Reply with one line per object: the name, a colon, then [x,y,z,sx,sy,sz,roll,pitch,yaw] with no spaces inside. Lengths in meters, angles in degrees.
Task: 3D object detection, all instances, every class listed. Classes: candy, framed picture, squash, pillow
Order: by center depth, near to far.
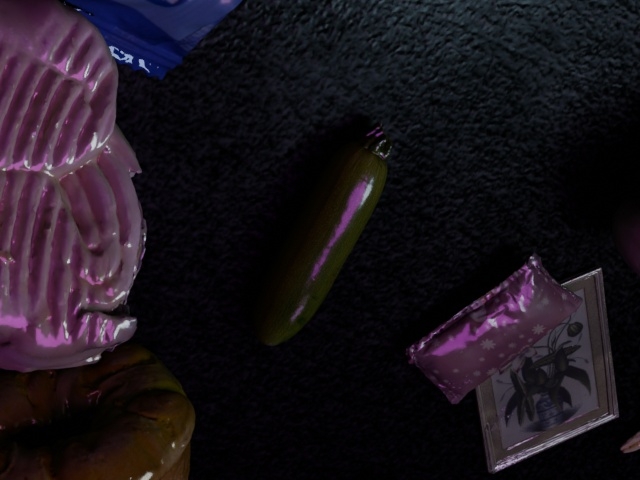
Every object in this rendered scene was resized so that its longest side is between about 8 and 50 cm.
candy: [-0.084,-0.267,1.672,0.331,0.077,0.187,-44,139,17]
squash: [0.000,0.000,1.920,0.069,0.069,0.258,15,113,-34]
pillow: [0.187,0.096,2.084,0.185,0.043,0.118,-41,132,4]
framed picture: [0.247,0.145,2.183,0.173,0.010,0.231,-23,129,-12]

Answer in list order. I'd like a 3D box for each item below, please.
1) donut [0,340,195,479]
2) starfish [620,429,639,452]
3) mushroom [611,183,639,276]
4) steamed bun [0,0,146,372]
donut: [-0.245,0.207,1.842,0.261,0.208,0.128,-14,127,-13]
starfish: [0.467,0.193,2.308,0.247,0.050,0.138,-45,132,10]
mushroom: [0.414,-0.040,2.029,0.206,0.206,0.209,12,108,-33]
steamed bun: [-0.322,-0.044,1.615,0.346,0.237,0.394,-39,100,-22]
